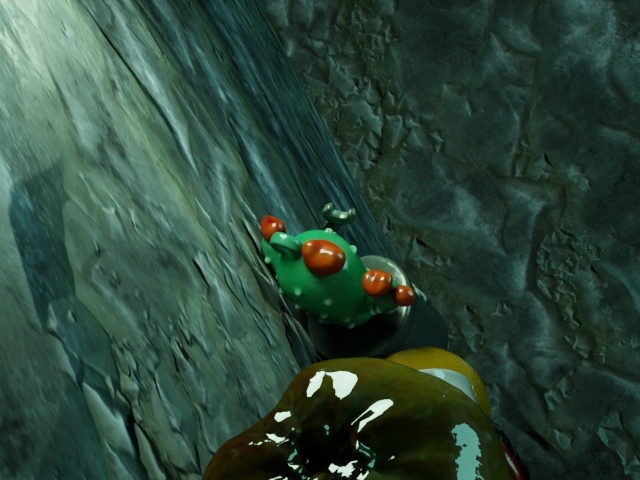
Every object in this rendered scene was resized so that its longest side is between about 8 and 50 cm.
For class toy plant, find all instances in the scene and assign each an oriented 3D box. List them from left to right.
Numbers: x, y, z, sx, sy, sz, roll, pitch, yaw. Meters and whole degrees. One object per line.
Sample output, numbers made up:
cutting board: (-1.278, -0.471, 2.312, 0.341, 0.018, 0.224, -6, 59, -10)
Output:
toy plant: (0.043, 0.091, 1.584, 0.400, 0.185, 0.279, 39, 9, -48)

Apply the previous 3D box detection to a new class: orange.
orange: (0.154, 0.249, 1.507, 0.206, 0.206, 0.206, 58, 10, -16)

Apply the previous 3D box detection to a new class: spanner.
spanner: (0.000, 0.000, 1.646, 0.254, 0.054, 0.015, 126, -20, -62)

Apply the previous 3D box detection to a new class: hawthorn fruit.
hawthorn fruit: (0.042, 0.262, 0.860, 0.268, 0.267, 0.301, -106, 173, -55)

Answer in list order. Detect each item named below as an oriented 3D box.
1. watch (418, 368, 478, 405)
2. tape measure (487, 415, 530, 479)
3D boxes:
watch: (0.122, 0.286, 1.300, 0.248, 0.217, 0.211, 49, 15, -49)
tape measure: (0.101, 0.286, 1.124, 0.114, 0.260, 0.253, -41, 108, -83)
